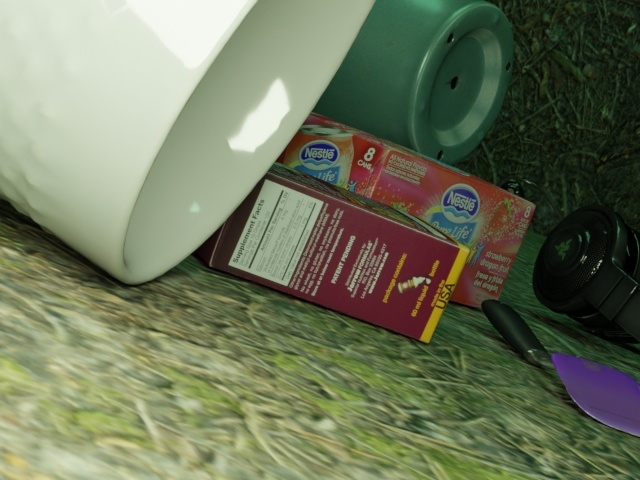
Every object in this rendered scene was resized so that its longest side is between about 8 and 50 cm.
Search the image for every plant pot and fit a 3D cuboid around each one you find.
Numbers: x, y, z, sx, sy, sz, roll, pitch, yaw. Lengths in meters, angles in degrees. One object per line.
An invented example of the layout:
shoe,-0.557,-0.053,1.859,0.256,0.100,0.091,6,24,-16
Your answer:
plant pot,0.057,-0.199,1.597,0.255,0.271,0.272,25,6,33

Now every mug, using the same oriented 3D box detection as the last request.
mug,-0.171,-0.153,0.900,0.328,0.276,0.374,35,-33,8

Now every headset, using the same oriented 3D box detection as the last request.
headset,0.320,0.063,1.695,0.243,0.185,0.394,22,19,-52

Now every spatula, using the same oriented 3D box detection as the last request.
spatula,0.189,0.095,1.198,0.084,0.030,0.296,18,7,-19

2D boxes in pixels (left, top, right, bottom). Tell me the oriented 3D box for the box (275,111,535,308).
box,0.075,-0.026,1.414,0.128,0.122,0.257,28,8,40

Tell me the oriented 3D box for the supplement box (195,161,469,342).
supplement box,0.000,0.000,1.097,0.188,0.080,0.104,20,7,-23
